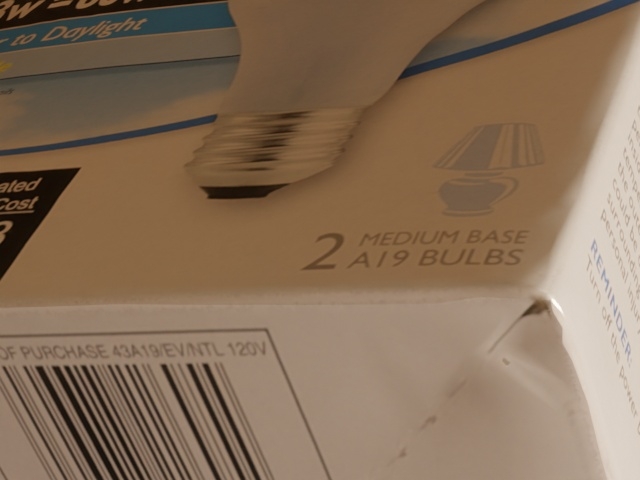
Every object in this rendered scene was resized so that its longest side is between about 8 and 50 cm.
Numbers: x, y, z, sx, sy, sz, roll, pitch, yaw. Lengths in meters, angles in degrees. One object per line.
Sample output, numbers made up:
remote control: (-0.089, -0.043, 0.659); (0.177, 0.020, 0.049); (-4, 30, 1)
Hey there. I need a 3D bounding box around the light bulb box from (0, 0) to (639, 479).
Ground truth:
light bulb box: (0.000, 0.000, 0.698); (0.361, 0.357, 0.225); (-63, 142, -47)
